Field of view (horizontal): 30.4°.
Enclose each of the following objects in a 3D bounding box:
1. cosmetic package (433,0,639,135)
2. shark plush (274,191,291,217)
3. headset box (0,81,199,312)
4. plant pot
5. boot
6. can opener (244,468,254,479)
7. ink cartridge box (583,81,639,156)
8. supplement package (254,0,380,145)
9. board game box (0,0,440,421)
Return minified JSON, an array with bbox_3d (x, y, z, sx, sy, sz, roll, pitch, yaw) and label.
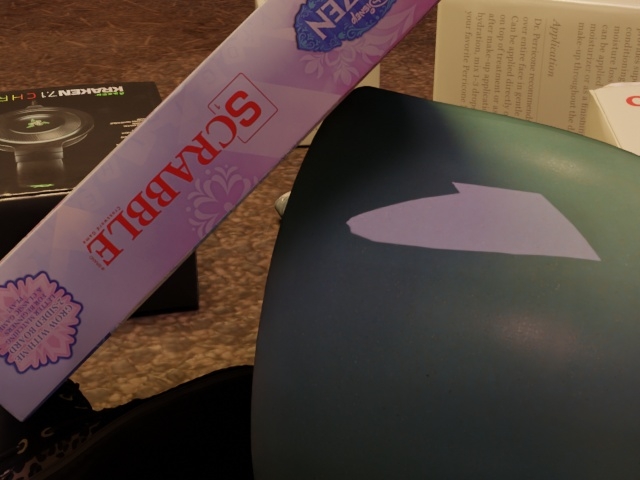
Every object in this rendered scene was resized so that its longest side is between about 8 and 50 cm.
[{"bbox_3d":[0.353,-0.148,1.218,0.453,0.230,0.161,10,27,18],"label":"cosmetic package"},{"bbox_3d":[0.000,0.000,1.149,0.067,0.073,0.161,-20,49,1],"label":"shark plush"},{"bbox_3d":[-0.253,-0.035,1.093,0.246,0.131,0.283,-6,27,-12],"label":"headset box"},{"bbox_3d":[0.122,0.065,0.703,0.235,0.293,0.293,9,27,19],"label":"plant pot"},{"bbox_3d":[-0.148,0.120,0.780,0.236,0.085,0.178,-29,29,-7],"label":"boot"},{"bbox_3d":[-0.029,0.149,0.823,0.059,0.073,0.186,-33,12,22],"label":"can opener"},{"bbox_3d":[0.359,-0.001,0.968,0.223,0.129,0.307,-2,38,-3],"label":"ink cartridge box"},{"bbox_3d":[-0.011,-0.224,1.477,0.139,0.133,0.244,-3,26,-6],"label":"supplement package"},{"bbox_3d":[-0.078,-0.048,0.714,0.318,0.066,0.319,-46,8,-6],"label":"board game box"}]
